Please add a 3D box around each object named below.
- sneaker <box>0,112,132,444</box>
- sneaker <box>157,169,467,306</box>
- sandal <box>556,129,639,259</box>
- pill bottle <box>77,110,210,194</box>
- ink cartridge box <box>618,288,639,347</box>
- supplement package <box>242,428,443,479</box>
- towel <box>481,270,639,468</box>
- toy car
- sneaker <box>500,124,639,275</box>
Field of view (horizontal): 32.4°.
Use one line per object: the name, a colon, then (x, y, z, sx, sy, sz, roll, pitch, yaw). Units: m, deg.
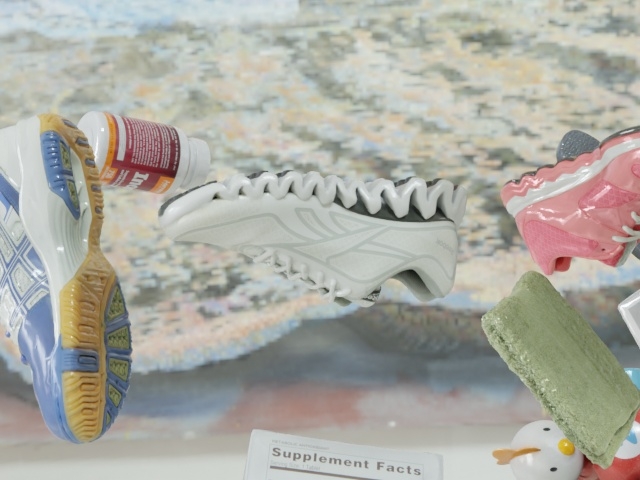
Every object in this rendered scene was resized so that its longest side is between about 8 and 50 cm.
sneaker: (-0.254, 0.040, 0.980, 0.131, 0.297, 0.112, -15, -17, 12)
sneaker: (0.000, 0.000, 0.991, 0.292, 0.118, 0.110, 2, -5, -20)
sandal: (0.468, -0.066, 1.811, 0.097, 0.254, 0.054, -30, -9, -28)
pill bottle: (-0.212, -0.101, 1.317, 0.152, 0.086, 0.086, 8, 10, -35)
ink cartridge box: (0.484, 0.181, 1.217, 0.261, 0.296, 0.066, 2, -35, -46)
supplement package: (0.002, 0.266, 0.711, 0.139, 0.134, 0.244, 9, 51, -3)
towel: (0.192, 0.099, 0.866, 0.027, 0.148, 0.110, -42, -5, 37)
toy car: (0.381, 0.324, 1.678, 0.238, 0.219, 0.210, 3, -25, -21)
sneaker: (0.342, -0.044, 1.232, 0.116, 0.136, 0.314, -11, -9, -35)
